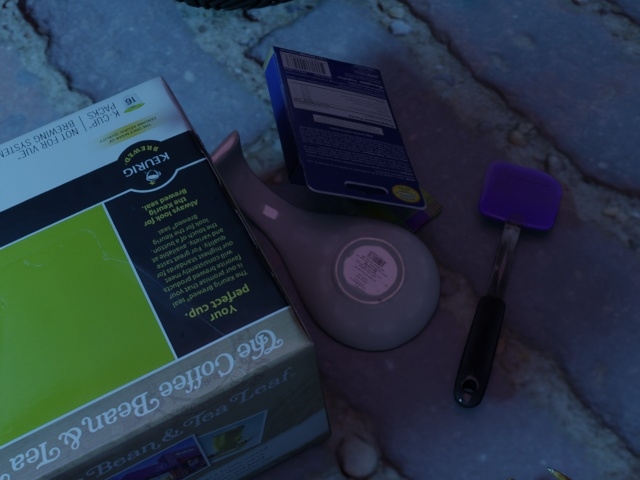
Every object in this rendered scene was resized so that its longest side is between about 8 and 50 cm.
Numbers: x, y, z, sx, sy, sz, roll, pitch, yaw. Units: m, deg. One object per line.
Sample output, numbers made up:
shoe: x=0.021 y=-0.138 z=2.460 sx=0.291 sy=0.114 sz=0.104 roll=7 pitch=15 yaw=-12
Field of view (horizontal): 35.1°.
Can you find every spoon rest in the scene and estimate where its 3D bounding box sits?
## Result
spoon rest: x=0.000 y=0.000 z=1.037 sx=0.276 sy=0.084 sz=0.137 roll=40 pitch=77 yaw=10

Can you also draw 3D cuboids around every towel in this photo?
towel: x=0.081 y=-0.028 z=1.077 sx=0.083 sy=0.009 sz=0.060 roll=-38 pitch=63 yaw=-17

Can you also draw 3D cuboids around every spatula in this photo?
spatula: x=0.181 y=0.036 z=1.019 sx=0.084 sy=0.030 sz=0.297 roll=14 pitch=62 yaw=10

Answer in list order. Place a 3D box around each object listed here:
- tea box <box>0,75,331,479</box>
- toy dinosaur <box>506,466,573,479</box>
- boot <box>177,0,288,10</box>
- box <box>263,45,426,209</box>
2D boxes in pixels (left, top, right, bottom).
tea box: x=-0.209 y=0.084 z=0.914 sx=0.328 sy=0.220 sz=0.324 roll=-25 pitch=60 yaw=-10
toy dinosaur: x=0.207 y=0.266 z=0.877 sx=0.211 sy=0.064 sz=0.112 roll=28 pitch=83 yaw=29
boot: x=-0.060 y=-0.432 z=1.251 sx=0.347 sy=0.131 sz=0.260 roll=-12 pitch=66 yaw=-15
box: x=0.022 y=-0.111 z=1.061 sx=0.136 sy=0.037 sz=0.225 roll=9 pitch=43 yaw=-23
